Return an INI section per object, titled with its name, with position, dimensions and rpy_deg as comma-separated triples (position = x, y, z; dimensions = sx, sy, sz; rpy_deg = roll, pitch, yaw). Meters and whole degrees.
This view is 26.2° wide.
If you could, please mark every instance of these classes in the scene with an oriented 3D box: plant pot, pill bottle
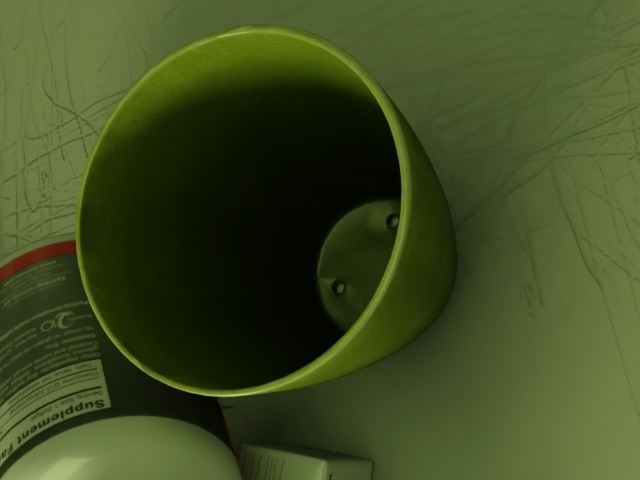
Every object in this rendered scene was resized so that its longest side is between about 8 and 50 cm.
[plant pot]
position = 0.000, 0.000, 1.119
dimensions = 0.275, 0.293, 0.274
rpy_deg = -5, 78, 25
[pill bottle]
position = -0.180, 0.176, 1.149
dimensions = 0.210, 0.210, 0.363
rpy_deg = -40, 41, 13

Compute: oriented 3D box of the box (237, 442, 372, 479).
[box]
position = -0.018, 0.231, 1.190
dimensions = 0.087, 0.101, 0.101
rpy_deg = 6, 84, 26
